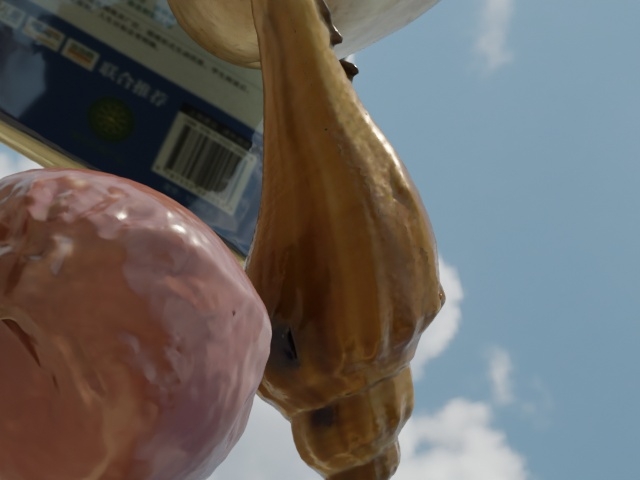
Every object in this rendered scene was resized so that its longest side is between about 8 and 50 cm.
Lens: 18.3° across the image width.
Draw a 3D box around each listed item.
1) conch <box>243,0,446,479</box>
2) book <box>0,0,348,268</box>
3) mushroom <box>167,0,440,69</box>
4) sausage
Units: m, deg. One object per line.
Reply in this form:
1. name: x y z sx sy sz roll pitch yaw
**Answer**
1. conch: -0.003 0.002 1.048 0.109 0.093 0.330 -5 -77 38
2. book: -0.100 -0.219 1.417 0.039 0.300 0.428 -40 -157 57
3. mushroom: 0.009 -0.216 1.236 0.184 0.255 0.255 52 -45 26
4. sausage: -0.101 0.056 0.805 0.254 0.148 0.148 -31 -107 66
